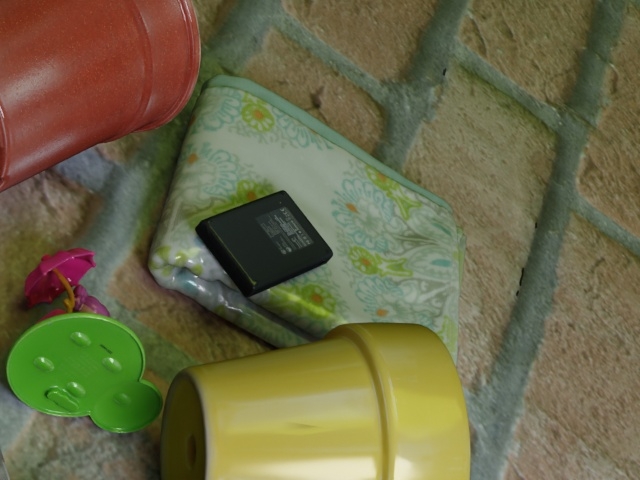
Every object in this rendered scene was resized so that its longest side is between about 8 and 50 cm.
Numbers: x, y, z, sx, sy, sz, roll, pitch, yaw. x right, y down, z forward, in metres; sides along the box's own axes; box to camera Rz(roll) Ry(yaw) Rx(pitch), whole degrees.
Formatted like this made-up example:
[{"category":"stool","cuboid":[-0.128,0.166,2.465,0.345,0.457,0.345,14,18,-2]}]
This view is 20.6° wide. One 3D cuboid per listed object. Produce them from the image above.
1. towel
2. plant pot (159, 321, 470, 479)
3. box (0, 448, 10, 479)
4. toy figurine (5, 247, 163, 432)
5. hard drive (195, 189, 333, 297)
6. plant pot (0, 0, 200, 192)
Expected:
[{"category":"towel","cuboid":[0.000,0.000,1.995,0.374,0.090,0.320,29,37,-16]},{"category":"plant pot","cuboid":[-0.017,0.201,1.660,0.239,0.254,0.254,3,49,-20]},{"category":"box","cuboid":[-0.358,0.243,1.449,0.231,0.056,0.183,7,49,-38]},{"category":"toy figurine","cuboid":[-0.228,0.082,1.705,0.173,0.130,0.159,43,20,-36]},{"category":"hard drive","cuboid":[-0.058,0.002,1.860,0.135,0.022,0.094,-22,70,-49]},{"category":"plant pot","cuboid":[-0.307,-0.181,1.781,0.272,0.272,0.265,45,44,5]}]
